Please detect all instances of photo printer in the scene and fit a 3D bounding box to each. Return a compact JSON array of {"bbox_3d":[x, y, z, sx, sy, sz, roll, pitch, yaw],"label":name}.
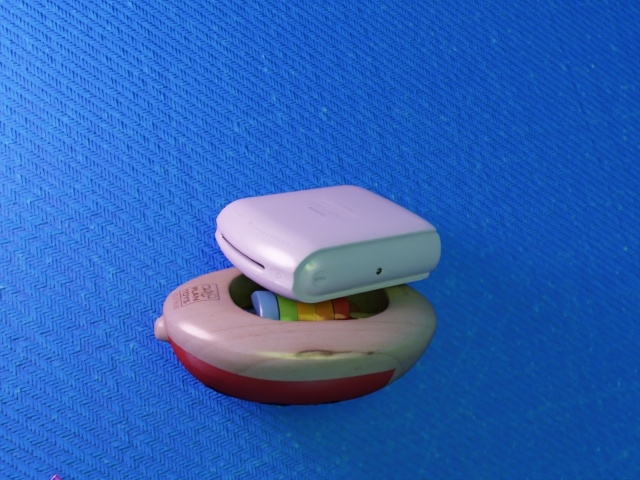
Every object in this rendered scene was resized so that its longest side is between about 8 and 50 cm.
[{"bbox_3d":[0.000,0.000,1.482,0.307,0.256,0.107,-10,116,-34],"label":"photo printer"}]

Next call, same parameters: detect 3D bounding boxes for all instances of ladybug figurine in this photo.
[{"bbox_3d":[-0.038,0.154,1.459,0.449,0.305,0.162,2,114,-12],"label":"ladybug figurine"}]

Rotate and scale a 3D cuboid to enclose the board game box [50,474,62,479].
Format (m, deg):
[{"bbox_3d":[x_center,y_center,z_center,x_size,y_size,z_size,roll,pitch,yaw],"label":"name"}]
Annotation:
[{"bbox_3d":[-0.382,0.471,1.364,0.193,0.045,0.147,45,67,-2],"label":"board game box"}]
